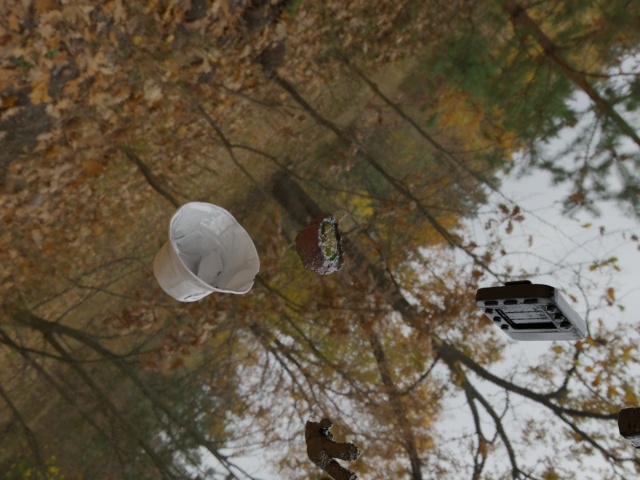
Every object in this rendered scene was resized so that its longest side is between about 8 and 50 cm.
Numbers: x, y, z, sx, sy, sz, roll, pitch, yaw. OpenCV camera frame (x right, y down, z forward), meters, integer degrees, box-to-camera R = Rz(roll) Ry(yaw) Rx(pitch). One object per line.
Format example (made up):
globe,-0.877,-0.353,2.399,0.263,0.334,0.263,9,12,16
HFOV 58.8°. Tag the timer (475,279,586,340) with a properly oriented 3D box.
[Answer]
timer,0.386,0.129,1.038,0.144,0.187,0.055,-9,-126,41

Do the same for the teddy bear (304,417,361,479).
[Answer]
teddy bear,0.016,0.645,1.759,0.251,0.129,0.181,18,-81,57

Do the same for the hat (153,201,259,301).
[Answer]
hat,-0.225,0.036,1.041,0.126,0.203,0.203,-31,-171,30

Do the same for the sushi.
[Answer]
sushi,-0.010,-0.005,1.846,0.108,0.240,0.161,-19,151,27

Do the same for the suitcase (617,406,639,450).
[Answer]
suitcase,0.768,0.384,1.113,0.286,0.206,0.066,-25,-146,44

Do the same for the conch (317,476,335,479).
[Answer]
conch,0.026,0.788,1.760,0.080,0.094,0.201,-1,-176,-22
